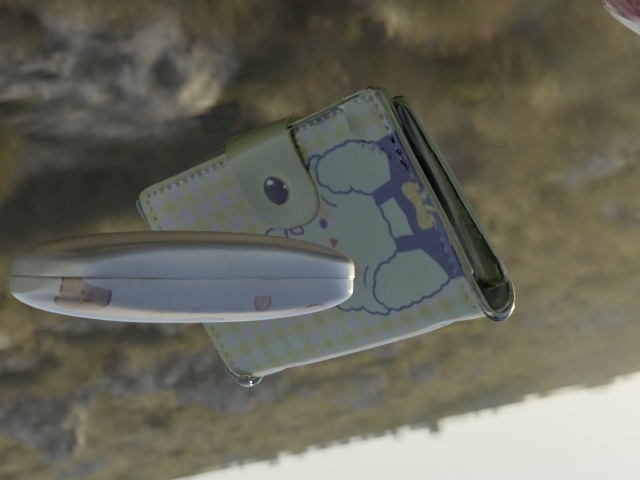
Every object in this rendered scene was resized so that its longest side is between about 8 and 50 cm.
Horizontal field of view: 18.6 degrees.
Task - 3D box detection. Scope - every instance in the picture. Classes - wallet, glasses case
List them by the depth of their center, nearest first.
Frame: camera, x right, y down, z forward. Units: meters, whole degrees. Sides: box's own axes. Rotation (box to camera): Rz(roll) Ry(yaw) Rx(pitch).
[{"bbox_3d":[-0.060,0.016,0.879,0.164,0.041,0.063,0,179,-34],"label":"glasses case"},{"bbox_3d":[0.000,0.000,1.681,0.309,0.223,0.077,-20,-172,44],"label":"wallet"}]

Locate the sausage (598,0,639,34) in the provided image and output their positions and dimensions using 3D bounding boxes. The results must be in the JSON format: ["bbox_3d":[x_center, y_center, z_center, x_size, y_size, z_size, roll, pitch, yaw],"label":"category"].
[{"bbox_3d":[0.254,-0.186,1.282,0.133,0.133,0.258,-15,172,31],"label":"sausage"}]
